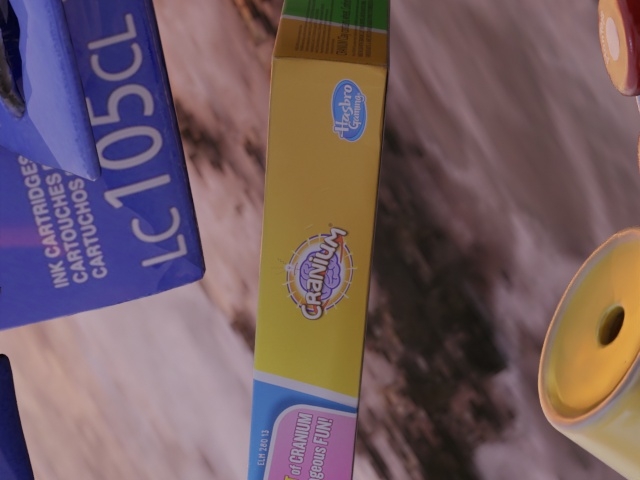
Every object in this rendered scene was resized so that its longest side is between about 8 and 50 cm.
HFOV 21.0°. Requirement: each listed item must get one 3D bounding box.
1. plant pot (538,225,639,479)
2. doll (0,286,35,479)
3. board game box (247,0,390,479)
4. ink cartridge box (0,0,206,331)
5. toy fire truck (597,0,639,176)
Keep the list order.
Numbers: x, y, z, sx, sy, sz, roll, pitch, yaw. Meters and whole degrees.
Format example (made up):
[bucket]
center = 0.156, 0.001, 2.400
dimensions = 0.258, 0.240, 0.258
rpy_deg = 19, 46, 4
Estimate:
[plant pot]
center = 0.306, 0.106, 1.288
dimensions = 0.239, 0.254, 0.254
rpy_deg = 25, 172, -17
[doll]
center = -0.093, 0.106, 0.341
dimensions = 0.046, 0.129, 0.189
rpy_deg = -68, -26, -84
[board game box]
center = 0.000, 0.000, 1.082
dimensions = 0.242, 0.064, 0.317
rpy_deg = -84, -2, -67
[ink cartridge box]
center = -0.154, -0.140, 0.643
dimensions = 0.395, 0.151, 0.270
rpy_deg = -113, 11, -59
[toy fire truck]
center = 0.338, -0.099, 1.504
dimensions = 0.254, 0.169, 0.302
rpy_deg = 93, 165, -74
